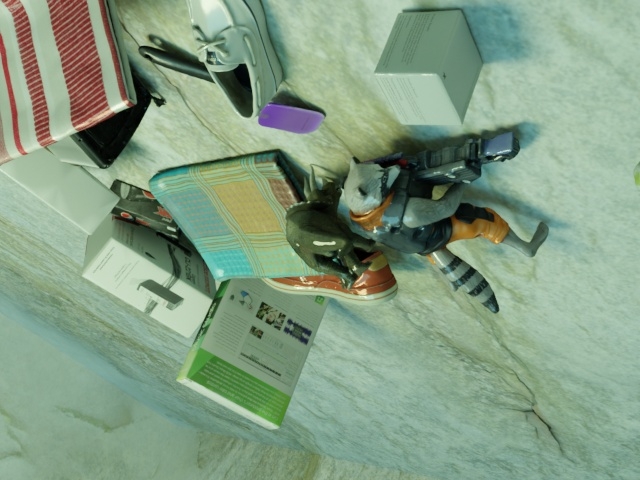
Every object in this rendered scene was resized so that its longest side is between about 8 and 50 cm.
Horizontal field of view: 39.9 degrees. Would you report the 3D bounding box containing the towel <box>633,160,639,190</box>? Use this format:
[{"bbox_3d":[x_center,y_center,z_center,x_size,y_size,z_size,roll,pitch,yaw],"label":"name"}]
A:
[{"bbox_3d":[0.620,-0.014,1.063,0.374,0.090,0.321,35,152,-24],"label":"towel"}]

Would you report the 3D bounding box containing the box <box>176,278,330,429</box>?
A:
[{"bbox_3d":[-0.134,0.203,1.858,0.232,0.321,0.058,33,150,-18],"label":"box"}]

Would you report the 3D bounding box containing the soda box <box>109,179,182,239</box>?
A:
[{"bbox_3d":[-0.360,-0.064,1.829,0.169,0.060,0.053,20,156,5],"label":"soda box"}]

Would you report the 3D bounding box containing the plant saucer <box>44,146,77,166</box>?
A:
[{"bbox_3d":[-0.508,-0.232,1.506,0.278,0.041,0.278,43,-178,-1],"label":"plant saucer"}]

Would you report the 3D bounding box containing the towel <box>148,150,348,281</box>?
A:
[{"bbox_3d":[-0.145,-0.033,1.652,0.370,0.040,0.271,-4,127,45],"label":"towel"}]

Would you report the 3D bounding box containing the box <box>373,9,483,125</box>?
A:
[{"bbox_3d":[0.133,-0.208,1.072,0.087,0.101,0.102,6,152,32],"label":"box"}]

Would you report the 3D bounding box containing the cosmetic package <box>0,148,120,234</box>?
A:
[{"bbox_3d":[-0.575,-0.184,1.617,0.377,0.097,0.284,42,171,-35],"label":"cosmetic package"}]

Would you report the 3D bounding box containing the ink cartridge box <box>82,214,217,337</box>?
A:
[{"bbox_3d":[-0.363,0.063,1.908,0.273,0.114,0.197,36,-165,-24],"label":"ink cartridge box"}]

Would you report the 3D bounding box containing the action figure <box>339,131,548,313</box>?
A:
[{"bbox_3d":[0.182,-0.033,1.307,0.330,0.178,0.341,25,158,-27],"label":"action figure"}]

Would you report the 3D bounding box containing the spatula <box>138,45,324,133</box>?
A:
[{"bbox_3d":[-0.139,-0.229,1.345,0.297,0.030,0.084,25,157,-6],"label":"spatula"}]

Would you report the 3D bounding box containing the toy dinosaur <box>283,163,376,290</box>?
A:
[{"bbox_3d":[0.000,0.000,1.375,0.160,0.121,0.313,33,-162,-3],"label":"toy dinosaur"}]

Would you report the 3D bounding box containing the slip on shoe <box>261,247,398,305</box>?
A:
[{"bbox_3d":[0.005,0.048,1.711,0.331,0.123,0.101,7,117,42],"label":"slip on shoe"}]

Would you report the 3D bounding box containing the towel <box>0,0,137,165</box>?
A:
[{"bbox_3d":[-0.405,-0.256,1.260,0.329,0.236,0.037,-15,179,35],"label":"towel"}]

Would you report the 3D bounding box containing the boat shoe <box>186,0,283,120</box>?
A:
[{"bbox_3d":[-0.129,-0.267,1.193,0.096,0.088,0.267,14,154,20],"label":"boat shoe"}]

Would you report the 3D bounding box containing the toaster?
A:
[{"bbox_3d":[-0.369,-0.219,1.407,0.110,0.168,0.185,9,151,34],"label":"toaster"}]
